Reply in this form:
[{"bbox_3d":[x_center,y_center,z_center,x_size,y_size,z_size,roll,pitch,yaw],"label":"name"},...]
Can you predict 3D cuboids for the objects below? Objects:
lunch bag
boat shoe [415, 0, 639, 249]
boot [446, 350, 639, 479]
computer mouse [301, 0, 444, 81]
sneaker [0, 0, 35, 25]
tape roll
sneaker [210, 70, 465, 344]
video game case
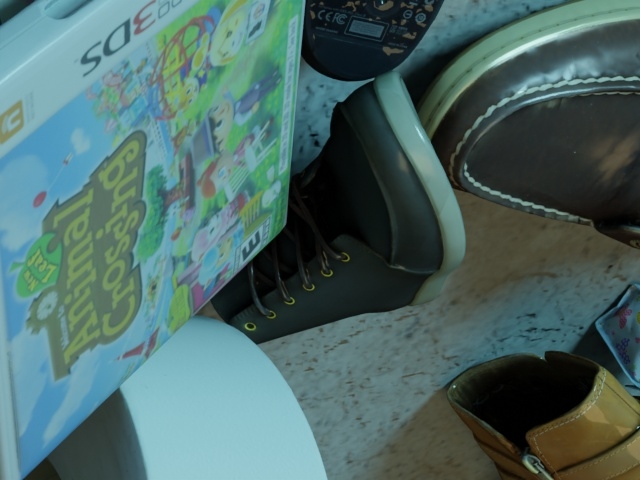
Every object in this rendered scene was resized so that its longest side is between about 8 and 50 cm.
[{"bbox_3d":[0.227,0.076,1.063,0.071,0.083,0.053,12,128,-41],"label":"lunch bag"},{"bbox_3d":[0.209,-0.043,0.881,0.342,0.123,0.123,3,133,-34],"label":"boat shoe"},{"bbox_3d":[0.154,0.167,1.100,0.220,0.109,0.283,36,152,-27],"label":"boot"},{"bbox_3d":[0.048,-0.174,0.711,0.071,0.041,0.242,12,123,-26],"label":"computer mouse"},{"bbox_3d":[-0.085,-0.096,0.657,0.131,0.112,0.319,-31,151,-18],"label":"sneaker"},{"bbox_3d":[-0.110,0.173,0.806,0.100,0.286,0.286,8,130,-37],"label":"tape roll"},{"bbox_3d":[0.000,0.000,0.805,0.118,0.083,0.222,-20,159,-6],"label":"sneaker"},{"bbox_3d":[-0.069,-0.028,0.639,0.193,0.023,0.212,-45,155,-36],"label":"video game case"}]
